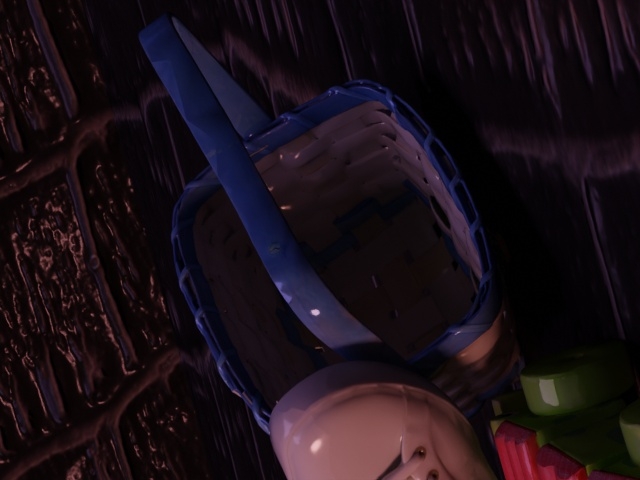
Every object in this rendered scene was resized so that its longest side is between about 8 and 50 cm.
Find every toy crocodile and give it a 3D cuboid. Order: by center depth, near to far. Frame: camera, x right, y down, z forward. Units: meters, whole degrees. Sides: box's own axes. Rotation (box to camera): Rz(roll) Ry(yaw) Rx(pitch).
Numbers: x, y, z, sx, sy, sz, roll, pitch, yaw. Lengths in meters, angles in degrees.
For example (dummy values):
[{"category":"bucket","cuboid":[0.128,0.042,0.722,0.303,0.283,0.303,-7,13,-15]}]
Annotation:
[{"category":"toy crocodile","cuboid":[0.161,0.132,1.046,0.340,0.105,0.115,-163,56,-74]}]

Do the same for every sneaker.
[{"category":"sneaker","cuboid":[0.080,0.178,1.153,0.290,0.106,0.123,46,-175,-41]}]

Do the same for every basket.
[{"category":"basket","cuboid":[0.000,0.000,1.234,0.289,0.201,0.255,37,-160,-54]}]
